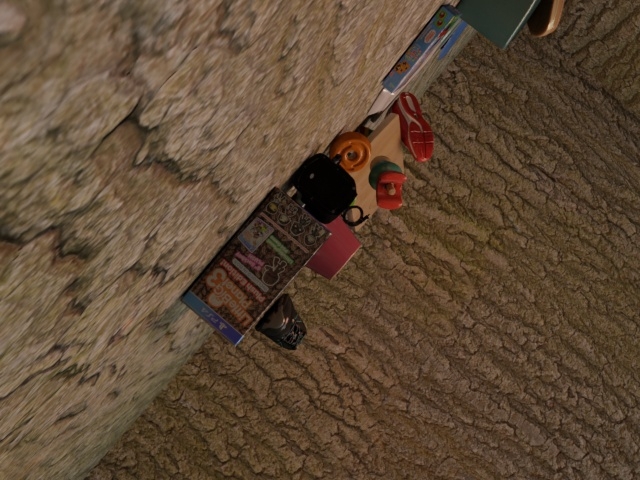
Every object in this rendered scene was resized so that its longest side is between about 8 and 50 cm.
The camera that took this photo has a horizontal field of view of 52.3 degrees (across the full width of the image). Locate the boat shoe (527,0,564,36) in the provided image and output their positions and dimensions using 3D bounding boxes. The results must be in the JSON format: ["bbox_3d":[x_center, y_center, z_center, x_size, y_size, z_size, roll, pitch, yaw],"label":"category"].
[{"bbox_3d":[0.626,-0.706,1.713,0.121,0.110,0.341,-159,-106,-65],"label":"boat shoe"}]

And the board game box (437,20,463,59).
[{"bbox_3d":[0.399,-0.631,1.994,0.169,0.033,0.133,-55,172,23],"label":"board game box"}]

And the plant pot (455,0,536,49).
[{"bbox_3d":[0.484,-0.640,1.624,0.165,0.165,0.234,-49,176,-38],"label":"plant pot"}]

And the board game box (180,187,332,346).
[{"bbox_3d":[-0.121,0.049,1.355,0.291,0.141,0.232,-49,180,2],"label":"board game box"}]

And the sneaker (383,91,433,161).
[{"bbox_3d":[0.258,-0.317,1.945,0.087,0.221,0.128,-2,161,-27],"label":"sneaker"}]

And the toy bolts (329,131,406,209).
[{"bbox_3d":[0.099,-0.187,1.621,0.158,0.228,0.218,-103,-159,-55],"label":"toy bolts"}]

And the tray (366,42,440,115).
[{"bbox_3d":[0.228,-0.438,1.714,0.270,0.030,0.145,-49,178,-19],"label":"tray"}]

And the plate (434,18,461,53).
[{"bbox_3d":[0.353,-0.585,1.858,0.188,0.024,0.188,-50,180,0],"label":"plate"}]

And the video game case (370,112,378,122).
[{"bbox_3d":[0.205,-0.415,1.875,0.157,0.019,0.143,-49,179,-3],"label":"video game case"}]

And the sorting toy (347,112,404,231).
[{"bbox_3d":[0.128,-0.205,1.881,0.257,0.089,0.255,-47,147,-25],"label":"sorting toy"}]

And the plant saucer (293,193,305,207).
[{"bbox_3d":[-0.061,-0.095,1.759,0.195,0.037,0.195,-50,179,-1],"label":"plant saucer"}]

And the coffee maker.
[{"bbox_3d":[0.018,-0.090,1.424,0.120,0.171,0.178,-25,176,-2],"label":"coffee maker"}]

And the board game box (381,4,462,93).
[{"bbox_3d":[0.233,-0.440,1.496,0.211,0.039,0.160,-49,180,27],"label":"board game box"}]

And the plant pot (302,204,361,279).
[{"bbox_3d":[0.000,0.000,1.733,0.201,0.180,0.201,-48,179,-1],"label":"plant pot"}]

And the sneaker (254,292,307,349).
[{"bbox_3d":[-0.072,0.180,1.409,0.101,0.106,0.267,-48,178,-4],"label":"sneaker"}]
